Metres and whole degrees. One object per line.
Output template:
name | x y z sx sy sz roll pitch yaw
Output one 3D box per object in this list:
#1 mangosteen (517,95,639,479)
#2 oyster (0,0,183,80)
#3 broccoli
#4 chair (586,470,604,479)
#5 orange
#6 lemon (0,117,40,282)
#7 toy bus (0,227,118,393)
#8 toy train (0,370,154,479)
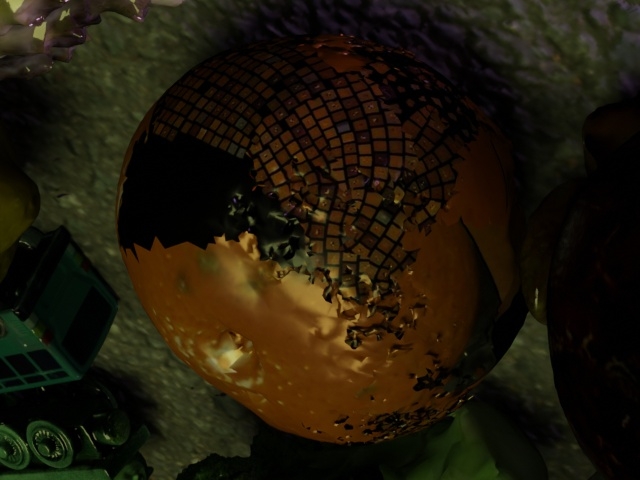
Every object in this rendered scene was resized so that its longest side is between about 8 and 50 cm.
mangosteen | 0.199 0.030 0.967 0.265 0.228 0.228 23 151 50
oyster | -0.209 -0.136 0.987 0.351 0.115 0.238 -4 161 38
broccoli | 0.032 0.216 1.260 0.270 0.270 0.270 40 107 -18
chair | 0.156 0.255 1.126 0.136 0.270 0.147 34 153 43
orange | 0.000 0.000 1.061 0.234 0.182 0.234 24 152 14
lemon | -0.280 -0.031 1.162 0.248 0.184 0.184 15 140 17
toy bus | -0.220 0.055 1.306 0.160 0.079 0.092 -12 129 34
toy train | -0.189 0.154 1.395 0.170 0.071 0.111 -9 119 39
